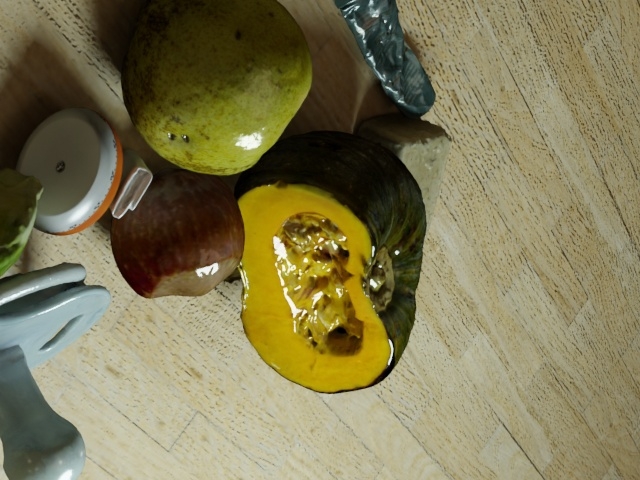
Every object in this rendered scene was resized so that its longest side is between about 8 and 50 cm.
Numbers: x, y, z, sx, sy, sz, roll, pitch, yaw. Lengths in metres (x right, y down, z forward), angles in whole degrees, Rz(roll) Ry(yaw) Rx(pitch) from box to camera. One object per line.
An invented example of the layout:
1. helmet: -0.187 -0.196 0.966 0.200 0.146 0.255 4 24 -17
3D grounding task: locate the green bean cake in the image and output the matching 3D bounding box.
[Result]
1. green bean cake: 0.090 -0.066 2.303 0.109 0.085 0.179 -15 125 -49

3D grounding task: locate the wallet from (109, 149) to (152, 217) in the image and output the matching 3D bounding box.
1. wallet: -0.201 -0.058 1.892 0.025 0.122 0.061 34 93 -16

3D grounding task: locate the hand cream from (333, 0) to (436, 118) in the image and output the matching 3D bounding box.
1. hand cream: 0.090 -0.228 2.204 0.075 0.052 0.248 -51 147 -15

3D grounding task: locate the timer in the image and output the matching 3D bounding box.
1. timer: -0.250 -0.067 1.829 0.136 0.099 0.136 -55 180 0

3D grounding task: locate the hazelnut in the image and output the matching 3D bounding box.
1. hazelnut: -0.153 -0.010 1.976 0.154 0.143 0.143 -12 126 -29

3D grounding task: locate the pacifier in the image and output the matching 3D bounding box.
1. pacifier: -0.298 0.143 1.798 0.238 0.226 0.287 -38 169 39

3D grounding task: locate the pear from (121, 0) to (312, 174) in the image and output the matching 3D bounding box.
1. pear: -0.112 -0.171 1.857 0.197 0.197 0.197 -34 139 -35

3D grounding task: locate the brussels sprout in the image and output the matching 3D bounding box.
1. brussels sprout: -0.342 -0.006 1.712 0.181 0.139 0.100 -26 142 -47

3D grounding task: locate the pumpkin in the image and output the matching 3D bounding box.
1. pumpkin: 0.000 0.000 2.158 0.232 0.242 0.325 -68 158 -49
